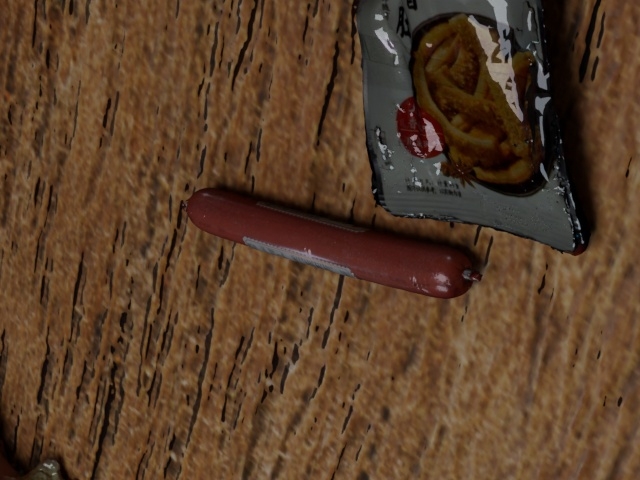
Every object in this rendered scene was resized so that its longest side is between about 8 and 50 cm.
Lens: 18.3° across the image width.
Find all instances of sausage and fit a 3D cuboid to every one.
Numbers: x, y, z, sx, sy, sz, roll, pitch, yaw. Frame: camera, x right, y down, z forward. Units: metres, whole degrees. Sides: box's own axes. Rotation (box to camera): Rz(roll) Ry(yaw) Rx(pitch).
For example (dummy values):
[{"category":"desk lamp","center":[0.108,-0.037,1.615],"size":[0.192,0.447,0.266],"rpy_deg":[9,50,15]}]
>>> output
[{"category":"sausage","center":[0.000,0.000,1.223],"size":[0.253,0.034,0.034],"rpy_deg":[16,122,41]}]

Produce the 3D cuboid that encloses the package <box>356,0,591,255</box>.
[{"category":"package","center":[0.072,-0.111,1.083],"size":[0.154,0.030,0.239],"rpy_deg":[14,122,45]}]

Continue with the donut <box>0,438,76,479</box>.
[{"category":"donut","center":[-0.269,0.183,1.594],"size":[0.166,0.065,0.117],"rpy_deg":[56,139,10]}]
